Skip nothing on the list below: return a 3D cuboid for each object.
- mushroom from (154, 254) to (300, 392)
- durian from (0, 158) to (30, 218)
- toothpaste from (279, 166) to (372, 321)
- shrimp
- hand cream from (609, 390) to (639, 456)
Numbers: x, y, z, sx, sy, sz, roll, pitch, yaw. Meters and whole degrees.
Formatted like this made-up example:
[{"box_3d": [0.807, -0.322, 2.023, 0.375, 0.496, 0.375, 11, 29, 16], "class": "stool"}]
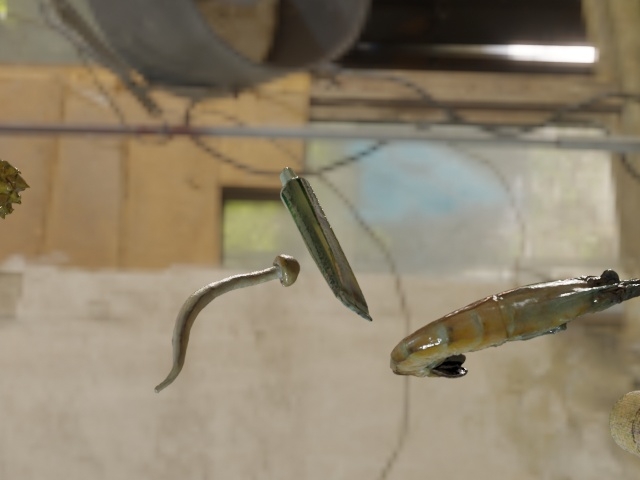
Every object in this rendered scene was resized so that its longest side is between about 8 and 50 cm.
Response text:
[{"box_3d": [-0.129, 0.090, 2.183, 0.306, 0.068, 0.043, -37, -32, -44], "class": "mushroom"}, {"box_3d": [-0.441, -0.060, 2.001, 0.140, 0.224, 0.078, -18, 61, 47], "class": "durian"}, {"box_3d": [0.000, 0.000, 1.658, 0.049, 0.031, 0.204, 34, -159, -44], "class": "toothpaste"}, {"box_3d": [0.191, 0.088, 1.742, 0.198, 0.262, 0.051, 100, 152, -75], "class": "shrimp"}, {"box_3d": [0.238, 0.130, 1.141, 0.203, 0.084, 0.084, 167, 105, -81], "class": "hand cream"}]
